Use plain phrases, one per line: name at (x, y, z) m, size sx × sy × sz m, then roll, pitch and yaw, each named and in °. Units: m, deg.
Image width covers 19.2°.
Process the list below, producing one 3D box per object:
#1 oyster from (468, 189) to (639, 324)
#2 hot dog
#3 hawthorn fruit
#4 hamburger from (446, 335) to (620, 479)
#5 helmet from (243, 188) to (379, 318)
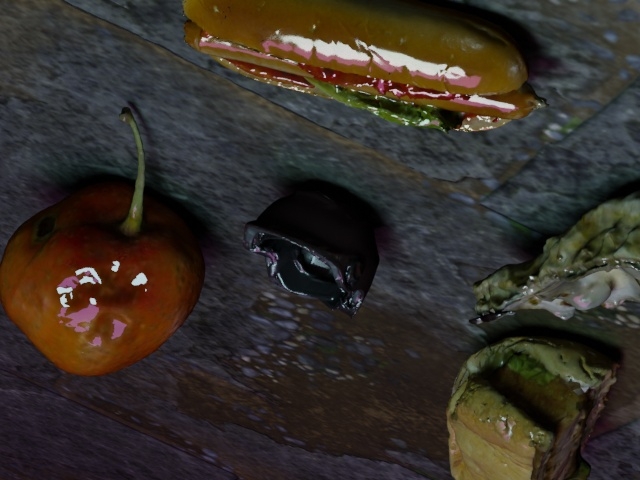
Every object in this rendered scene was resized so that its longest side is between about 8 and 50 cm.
oyster at (0.223, 0.010, 1.246) m, size 0.128 × 0.079 × 0.345 m, roll 9°, pitch 164°, yaw -28°
hot dog at (0.026, -0.113, 1.145) m, size 0.235 × 0.062 × 0.092 m, roll 15°, pitch 154°, yaw 16°
hawthorn fruit at (-0.157, -0.009, 1.524) m, size 0.165 × 0.165 × 0.285 m, roll 25°, pitch 135°, yaw -6°
hamburger at (0.169, 0.152, 1.577) m, size 0.131 × 0.124 × 0.262 m, roll 35°, pitch 158°, yaw 19°
helmet at (0.000, 0.000, 1.423) m, size 0.098 × 0.070 × 0.123 m, roll 22°, pitch 157°, yaw 26°
